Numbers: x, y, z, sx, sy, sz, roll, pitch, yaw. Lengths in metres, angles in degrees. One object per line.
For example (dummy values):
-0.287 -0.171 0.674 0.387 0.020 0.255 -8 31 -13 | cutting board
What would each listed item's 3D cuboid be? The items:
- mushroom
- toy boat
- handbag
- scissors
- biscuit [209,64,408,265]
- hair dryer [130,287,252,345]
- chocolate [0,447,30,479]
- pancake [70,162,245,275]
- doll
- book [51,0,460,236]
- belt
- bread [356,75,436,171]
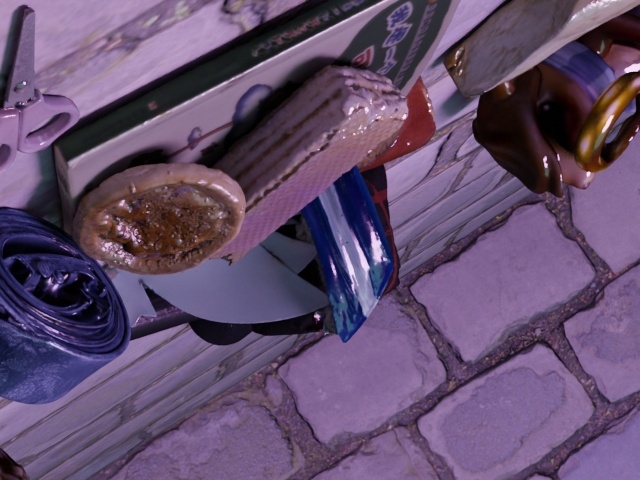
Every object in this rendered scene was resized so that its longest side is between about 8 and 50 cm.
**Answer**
0.278 -0.261 1.230 0.333 0.087 0.107 -33 172 9 | mushroom
-0.071 -0.004 1.179 0.291 0.210 0.070 5 -163 4 | toy boat
0.000 0.000 1.323 0.155 0.169 0.215 -9 -173 30 | handbag
-0.186 -0.090 0.726 0.100 0.015 0.189 -31 168 -26 | scissors
-0.040 -0.059 0.994 0.239 0.062 0.108 -39 165 24 | biscuit
-0.185 0.081 1.406 0.352 0.107 0.189 -15 162 -41 | hair dryer
-0.444 0.331 1.373 0.210 0.225 0.340 -42 174 1 | chocolate
-0.127 -0.016 0.924 0.139 0.022 0.139 -10 147 -6 | pancake
0.358 -0.185 1.496 0.339 0.209 0.318 -28 166 -21 | doll
-0.051 -0.109 0.998 0.371 0.043 0.260 -30 170 -17 | book
-0.223 0.047 0.892 0.082 0.141 0.190 -38 161 13 | belt
0.070 -0.121 1.264 0.192 0.067 0.119 -25 167 -44 | bread
